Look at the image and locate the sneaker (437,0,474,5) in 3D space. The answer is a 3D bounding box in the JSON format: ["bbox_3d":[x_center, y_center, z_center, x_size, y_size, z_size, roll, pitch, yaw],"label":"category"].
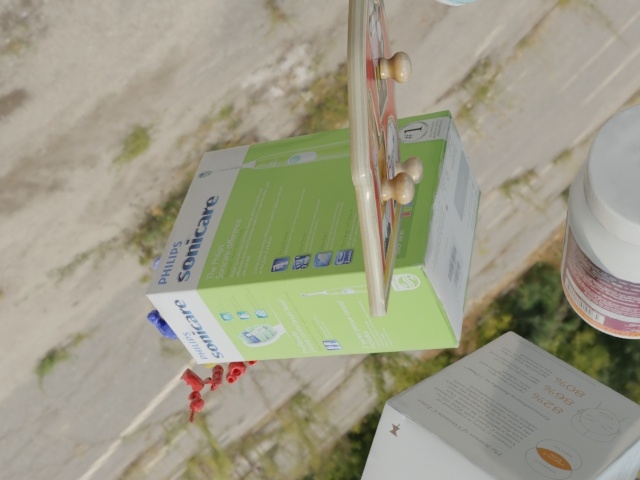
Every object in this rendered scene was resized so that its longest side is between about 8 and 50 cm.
[{"bbox_3d":[0.167,-0.329,0.929,0.127,0.208,0.319,-43,143,-16],"label":"sneaker"}]

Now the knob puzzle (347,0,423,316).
[{"bbox_3d":[0.044,-0.079,0.615,0.029,0.213,0.213,-3,173,11],"label":"knob puzzle"}]

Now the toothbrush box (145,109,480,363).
[{"bbox_3d":[0.000,0.000,0.979,0.206,0.283,0.122,-75,149,-41],"label":"toothbrush box"}]

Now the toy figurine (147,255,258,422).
[{"bbox_3d":[-0.171,0.089,1.607,0.362,0.217,0.191,-45,-167,19],"label":"toy figurine"}]

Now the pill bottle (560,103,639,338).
[{"bbox_3d":[0.253,-0.010,0.771,0.121,0.121,0.221,-40,156,-7],"label":"pill bottle"}]

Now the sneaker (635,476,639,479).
[{"bbox_3d":[0.359,0.271,0.956,0.211,0.081,0.080,6,88,-85],"label":"sneaker"}]

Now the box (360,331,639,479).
[{"bbox_3d":[0.129,0.150,0.672,0.170,0.130,0.091,-17,130,-48],"label":"box"}]
